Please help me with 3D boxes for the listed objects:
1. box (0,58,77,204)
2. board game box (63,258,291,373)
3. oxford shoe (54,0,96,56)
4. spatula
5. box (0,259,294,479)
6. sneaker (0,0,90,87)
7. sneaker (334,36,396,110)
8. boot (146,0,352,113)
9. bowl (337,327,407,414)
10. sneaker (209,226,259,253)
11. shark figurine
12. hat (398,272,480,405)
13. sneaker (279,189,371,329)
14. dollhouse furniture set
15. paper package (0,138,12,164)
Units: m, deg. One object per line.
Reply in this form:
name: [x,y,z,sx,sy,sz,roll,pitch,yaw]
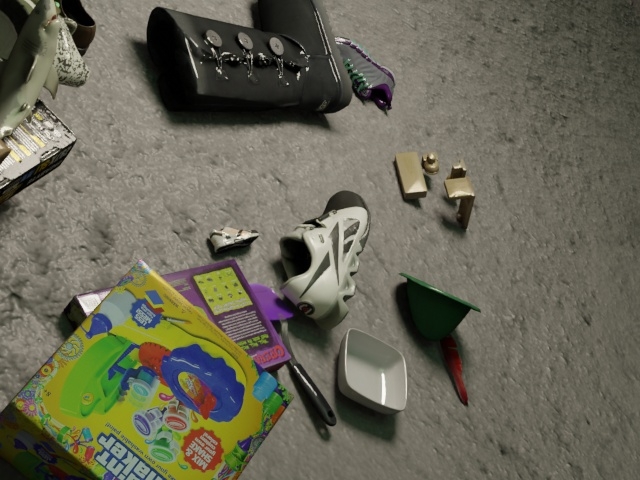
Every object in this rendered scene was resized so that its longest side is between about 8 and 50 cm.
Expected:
box: [-0.553,-0.194,1.582,0.322,0.079,0.257,45,39,-2]
board game box: [-0.220,0.152,1.735,0.346,0.056,0.208,-12,62,-49]
oxford shoe: [-0.491,-0.447,1.969,0.227,0.096,0.083,43,39,-3]
spatula: [-0.049,0.192,1.876,0.084,0.030,0.296,-5,61,-52]
box: [-0.246,0.240,1.473,0.290,0.177,0.279,42,52,-7]
sneaker: [-0.515,-0.396,1.867,0.182,0.158,0.410,18,39,-53]
sneaker: [0.088,-0.385,2.492,0.223,0.083,0.098,25,47,-28]
boot: [-0.173,-0.422,2.235,0.445,0.146,0.367,-6,60,-42]
bowl: [0.086,0.243,1.945,0.142,0.053,0.142,28,40,-24]
sneaker: [-0.154,-0.009,1.948,0.109,0.040,0.044,-12,64,-49]
shark figurine: [-0.467,-0.217,1.569,0.116,0.166,0.278,18,59,3]
hat: [0.208,0.185,2.141,0.173,0.184,0.208,25,0,-37]
sneaker: [0.000,0.000,2.021,0.146,0.122,0.331,34,38,-20]
dollhouse furniture set: [0.251,-0.111,2.447,0.151,0.123,0.144,-7,55,-7]
paper package: [-0.589,-0.033,1.320,0.168,0.309,0.325,47,37,-7]
